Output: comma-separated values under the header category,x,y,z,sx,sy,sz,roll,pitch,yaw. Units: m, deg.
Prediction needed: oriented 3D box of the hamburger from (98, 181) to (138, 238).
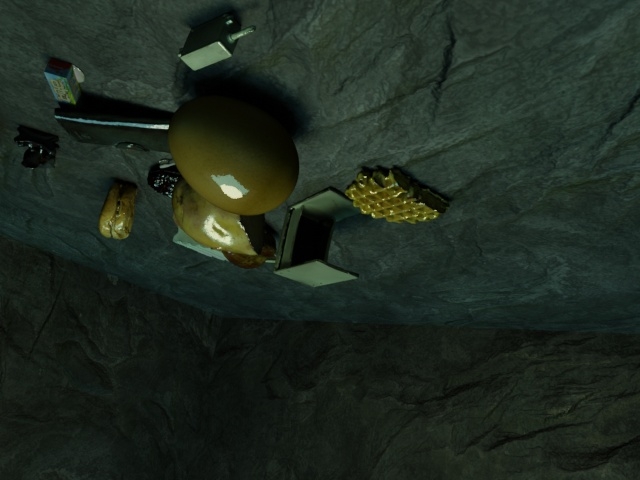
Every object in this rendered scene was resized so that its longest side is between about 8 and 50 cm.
category,x,y,z,sx,sy,sz,roll,pitch,yaw
hamburger,-0.725,-0.101,1.688,0.108,0.214,0.213,17,159,-20

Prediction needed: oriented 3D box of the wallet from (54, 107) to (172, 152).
category,x,y,z,sx,sy,sz,roll,pitch,yaw
wallet,-0.515,-0.287,1.249,0.317,0.045,0.172,4,164,-10

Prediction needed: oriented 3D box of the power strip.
category,x,y,z,sx,sy,sz,roll,pitch,yaw
power strip,-0.189,-0.374,0.875,0.175,0.075,0.042,-3,154,34

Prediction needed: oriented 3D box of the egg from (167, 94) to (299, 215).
category,x,y,z,sx,sy,sz,roll,pitch,yaw
egg,-0.200,-0.197,1.097,0.322,0.250,0.250,30,153,-29

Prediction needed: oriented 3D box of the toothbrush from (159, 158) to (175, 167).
category,x,y,z,sx,sy,sz,roll,pitch,yaw
toothbrush,-0.391,-0.244,1.395,0.256,0.024,0.018,-4,176,32

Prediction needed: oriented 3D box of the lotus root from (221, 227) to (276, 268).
category,x,y,z,sx,sy,sz,roll,pitch,yaw
lotus root,-0.295,-0.002,1.792,0.193,0.194,0.291,1,166,25

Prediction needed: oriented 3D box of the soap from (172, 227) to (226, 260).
category,x,y,z,sx,sy,sz,roll,pitch,yaw
soap,-0.449,0.009,1.940,0.172,0.095,0.289,10,169,23

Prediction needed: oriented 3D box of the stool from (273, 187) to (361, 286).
category,x,y,z,sx,sy,sz,roll,pitch,yaw
stool,0.000,0.000,1.525,0.170,0.244,0.269,22,157,-29

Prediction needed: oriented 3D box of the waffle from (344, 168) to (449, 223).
category,x,y,z,sx,sy,sz,roll,pitch,yaw
waffle,0.220,-0.120,1.362,0.309,0.065,0.283,6,160,10

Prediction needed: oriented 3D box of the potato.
category,x,y,z,sx,sy,sz,roll,pitch,yaw
potato,-0.311,-0.090,1.368,0.237,0.289,0.301,-10,140,8

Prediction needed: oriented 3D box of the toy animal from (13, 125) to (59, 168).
category,x,y,z,sx,sy,sz,roll,pitch,yaw
toy animal,-0.879,-0.253,1.480,0.120,0.117,0.210,9,158,-16

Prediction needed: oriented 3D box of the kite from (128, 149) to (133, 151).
category,x,y,z,sx,sy,sz,roll,pitch,yaw
kite,-0.574,-0.285,1.405,0.044,0.002,0.078,17,159,-17

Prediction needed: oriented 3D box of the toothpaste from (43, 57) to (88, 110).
category,x,y,z,sx,sy,sz,roll,pitch,yaw
toothpaste,-0.614,-0.362,1.160,0.070,0.044,0.193,15,159,-11

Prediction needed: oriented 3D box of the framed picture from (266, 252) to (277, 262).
category,x,y,z,sx,sy,sz,roll,pitch,yaw
framed picture,-0.309,0.063,2.174,0.252,0.014,0.197,2,158,21

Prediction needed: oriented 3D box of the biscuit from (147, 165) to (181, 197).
category,x,y,z,sx,sy,sz,roll,pitch,yaw
biscuit,-0.475,-0.184,1.547,0.194,0.053,0.195,9,160,3
